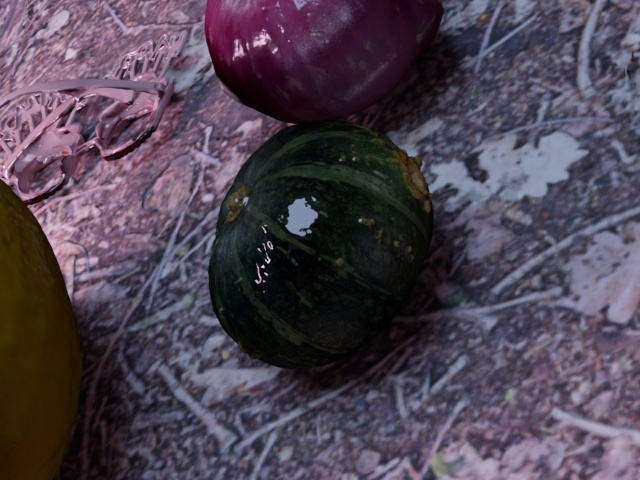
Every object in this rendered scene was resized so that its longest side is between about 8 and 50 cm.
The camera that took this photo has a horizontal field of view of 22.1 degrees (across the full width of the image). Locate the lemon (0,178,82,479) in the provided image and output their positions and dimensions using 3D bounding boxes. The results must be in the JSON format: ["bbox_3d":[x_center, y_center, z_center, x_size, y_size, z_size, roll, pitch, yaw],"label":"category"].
[{"bbox_3d":[-0.339,0.094,1.231,0.364,0.364,0.364,-23,41,21],"label":"lemon"}]

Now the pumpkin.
[{"bbox_3d":[-0.001,0.001,1.196,0.190,0.146,0.190,-33,50,50],"label":"pumpkin"}]

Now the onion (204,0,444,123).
[{"bbox_3d":[-0.008,-0.183,1.370,0.200,0.200,0.207,-46,59,-7],"label":"onion"}]

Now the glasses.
[{"bbox_3d":[-0.244,-0.133,1.577,0.255,0.095,0.162,-22,33,19],"label":"glasses"}]
